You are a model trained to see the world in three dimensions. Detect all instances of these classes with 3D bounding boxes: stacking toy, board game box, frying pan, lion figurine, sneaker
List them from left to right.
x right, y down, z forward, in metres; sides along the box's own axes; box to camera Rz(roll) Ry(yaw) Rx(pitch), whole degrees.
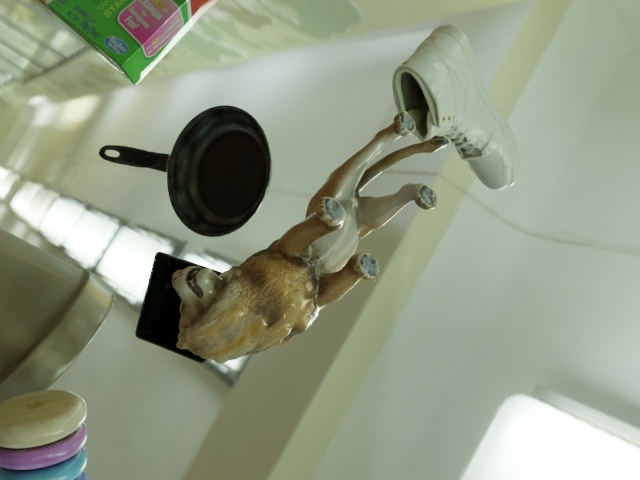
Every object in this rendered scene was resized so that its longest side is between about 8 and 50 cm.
[{"bbox_3d":[-0.380,0.387,1.315,0.141,0.141,0.330,-150,-128,-67],"label":"stacking toy"},{"bbox_3d":[-0.259,-0.423,1.393,0.316,0.242,0.064,-48,164,-9],"label":"board game box"},{"bbox_3d":[-0.200,-0.088,1.421,0.326,0.053,0.197,-15,-103,32],"label":"frying pan"},{"bbox_3d":[0.000,0.000,1.129,0.240,0.142,0.392,-36,-178,43],"label":"lion figurine"},{"bbox_3d":[0.209,-0.177,1.489,0.108,0.293,0.169,-8,-152,48],"label":"sneaker"}]

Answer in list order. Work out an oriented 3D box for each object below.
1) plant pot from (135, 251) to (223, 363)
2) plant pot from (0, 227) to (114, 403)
[{"bbox_3d":[-0.249,0.142,1.963,0.187,0.167,0.188,16,-88,28],"label":"plant pot"},{"bbox_3d":[-0.556,0.109,1.552,0.323,0.280,0.323,-37,-160,16],"label":"plant pot"}]
